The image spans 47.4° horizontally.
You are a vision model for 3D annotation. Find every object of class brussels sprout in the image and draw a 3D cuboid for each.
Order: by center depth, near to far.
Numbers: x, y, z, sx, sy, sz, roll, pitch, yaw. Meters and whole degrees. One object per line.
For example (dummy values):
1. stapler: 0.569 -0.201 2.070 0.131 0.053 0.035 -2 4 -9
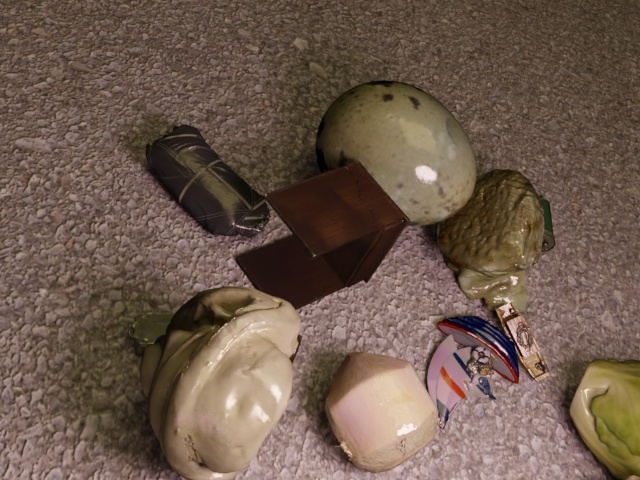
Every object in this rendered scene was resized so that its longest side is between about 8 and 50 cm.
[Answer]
1. brussels sprout: 0.738 0.409 1.635 0.354 0.281 0.289 30 44 14

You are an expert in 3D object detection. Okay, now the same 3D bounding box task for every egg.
1. egg: 0.189 -0.210 1.822 0.428 0.345 0.345 35 47 18

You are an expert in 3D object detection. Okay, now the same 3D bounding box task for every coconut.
1. coconut: 0.113 0.333 1.458 0.224 0.224 0.234 -29 71 -39

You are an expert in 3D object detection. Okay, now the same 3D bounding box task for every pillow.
1. pillow: -0.262 -0.131 1.711 0.335 0.092 0.161 45 71 6

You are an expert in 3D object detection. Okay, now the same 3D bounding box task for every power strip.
1. power strip: -0.260 0.192 1.500 0.272 0.052 0.078 1 54 -23

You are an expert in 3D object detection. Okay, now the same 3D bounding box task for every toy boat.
1. toy boat: 0.317 0.289 1.692 0.318 0.072 0.219 -21 67 -25
2. toy boat: 0.491 0.245 1.759 0.057 0.077 0.200 -25 83 -3

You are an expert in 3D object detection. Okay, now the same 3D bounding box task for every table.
1. table: 0.000 0.000 1.640 0.282 0.250 0.196 -22 66 -37

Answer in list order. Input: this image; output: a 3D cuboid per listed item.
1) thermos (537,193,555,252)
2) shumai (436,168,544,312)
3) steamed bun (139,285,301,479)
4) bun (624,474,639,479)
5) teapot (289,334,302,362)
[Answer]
1. thermos: 0.636 -0.057 2.097 0.083 0.073 0.188 18 48 -9
2. shumai: 0.471 0.010 1.861 0.288 0.292 0.330 43 50 -33
3. steamed bun: -0.193 0.236 1.291 0.247 0.339 0.352 29 49 -10
4. bun: 0.681 0.615 1.444 0.362 0.326 0.234 -10 16 -26
5. teapot: -0.085 0.231 1.538 0.068 0.076 0.121 21 77 5
